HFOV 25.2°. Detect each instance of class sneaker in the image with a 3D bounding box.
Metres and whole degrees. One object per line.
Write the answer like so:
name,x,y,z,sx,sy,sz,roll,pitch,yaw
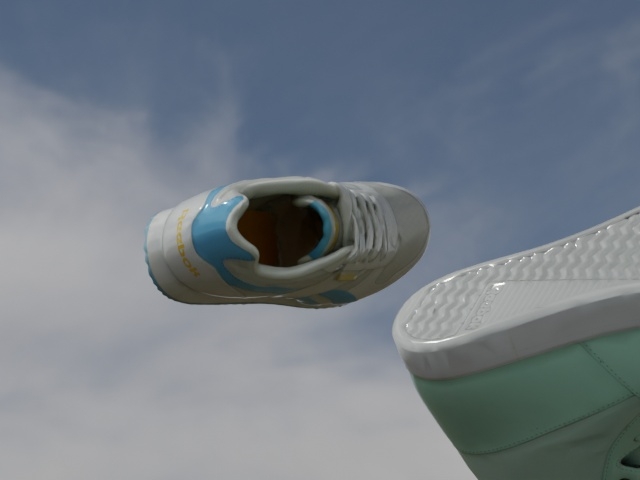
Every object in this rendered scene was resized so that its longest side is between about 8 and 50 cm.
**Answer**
sneaker,0.000,0.000,0.947,0.229,0.087,0.092,-8,-7,-43
sneaker,0.180,0.062,0.703,0.256,0.094,0.151,-15,-59,20
